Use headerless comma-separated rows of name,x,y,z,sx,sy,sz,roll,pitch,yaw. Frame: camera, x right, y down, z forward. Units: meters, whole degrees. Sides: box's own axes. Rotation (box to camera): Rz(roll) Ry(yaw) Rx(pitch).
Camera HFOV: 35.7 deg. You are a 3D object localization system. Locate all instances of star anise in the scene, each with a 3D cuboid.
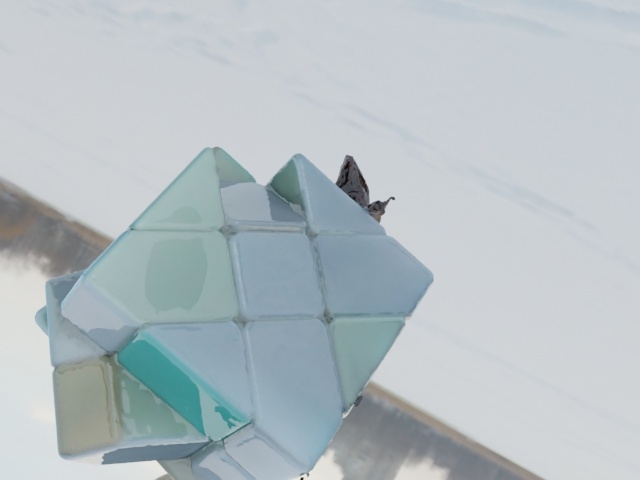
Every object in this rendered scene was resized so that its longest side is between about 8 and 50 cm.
star anise,0.001,0.002,1.126,0.157,0.212,0.053,2,158,20

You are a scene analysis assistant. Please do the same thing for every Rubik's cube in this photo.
Rubik's cube,-0.073,0.074,0.691,0.224,0.265,0.213,43,143,-5

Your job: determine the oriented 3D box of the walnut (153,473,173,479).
walnut,-0.135,0.370,1.106,0.228,0.228,0.228,29,174,3
